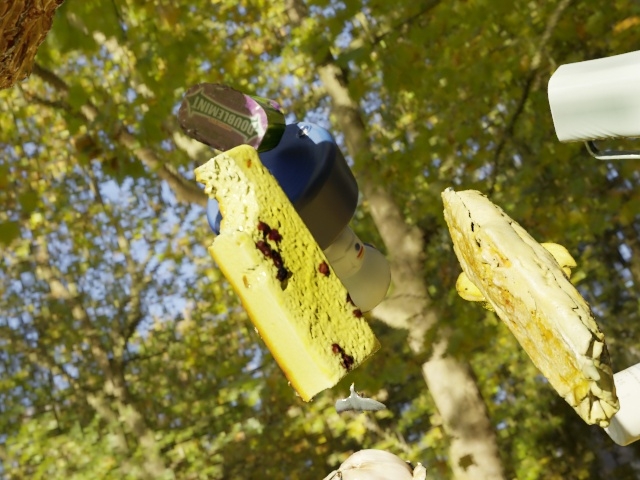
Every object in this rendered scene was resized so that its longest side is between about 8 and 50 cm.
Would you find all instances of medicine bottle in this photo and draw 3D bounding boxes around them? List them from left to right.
[{"bbox_3d":[0.505,0.234,1.509,0.168,0.105,0.105,-24,-27,-2],"label":"medicine bottle"}]

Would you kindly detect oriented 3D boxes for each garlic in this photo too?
[{"bbox_3d":[0.103,0.466,1.839,0.207,0.207,0.257,-32,-31,16],"label":"garlic"}]

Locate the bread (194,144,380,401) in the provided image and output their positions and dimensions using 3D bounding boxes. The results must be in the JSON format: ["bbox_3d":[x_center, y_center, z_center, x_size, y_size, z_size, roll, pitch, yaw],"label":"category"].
[{"bbox_3d":[-0.038,0.022,0.865,0.049,0.226,0.088,-35,-3,43],"label":"bread"}]

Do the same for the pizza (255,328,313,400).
[{"bbox_3d":[-0.020,0.170,1.664,0.053,0.193,0.201,-9,12,36],"label":"pizza"}]

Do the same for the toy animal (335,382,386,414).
[{"bbox_3d":[0.055,0.237,1.494,0.084,0.050,0.028,-12,-4,26],"label":"toy animal"}]

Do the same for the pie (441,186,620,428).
[{"bbox_3d":[0.187,0.048,0.884,0.068,0.282,0.128,-24,-54,-1],"label":"pie"}]

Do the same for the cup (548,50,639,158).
[{"bbox_3d":[0.356,-0.158,1.200,0.130,0.128,0.095,-3,27,33],"label":"cup"}]

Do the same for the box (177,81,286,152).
[{"bbox_3d":[-0.132,-0.195,1.602,0.345,0.134,0.097,-62,-6,-83],"label":"box"}]

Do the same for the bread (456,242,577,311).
[{"bbox_3d":[0.310,0.064,1.566,0.188,0.149,0.065,-11,-61,24],"label":"bread"}]

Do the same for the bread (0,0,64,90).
[{"bbox_3d":[-0.414,-0.296,1.265,0.274,0.114,0.185,-48,-5,38],"label":"bread"}]

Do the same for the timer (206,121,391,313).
[{"bbox_3d":[0.000,0.000,1.851,0.270,0.270,0.383,-30,-54,13],"label":"timer"}]
